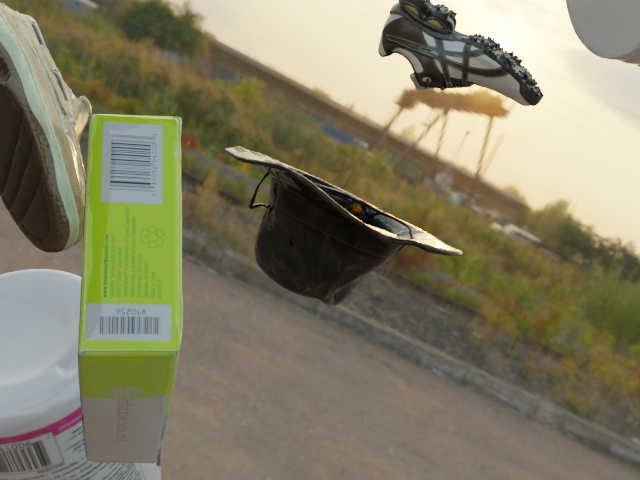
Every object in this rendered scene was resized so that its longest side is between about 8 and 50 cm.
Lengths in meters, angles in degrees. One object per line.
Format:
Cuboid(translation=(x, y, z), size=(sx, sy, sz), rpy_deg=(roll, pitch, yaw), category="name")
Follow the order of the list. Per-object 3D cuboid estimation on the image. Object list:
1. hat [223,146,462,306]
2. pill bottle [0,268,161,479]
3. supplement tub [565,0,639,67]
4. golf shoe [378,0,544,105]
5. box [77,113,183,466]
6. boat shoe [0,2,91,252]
Cuboid(translation=(0.000, 0.000, 1.167), size=(0.331, 0.133, 0.331), rpy_deg=(27, 4, -2), category="hat")
Cuboid(translation=(-0.224, 0.175, 0.826), size=(0.160, 0.160, 0.283), rpy_deg=(30, -37, 31), category="pill bottle")
Cuboid(translation=(0.442, -0.276, 0.971), size=(0.332, 0.241, 0.241), rpy_deg=(0, 15, -18), category="supplement tub")
Cuboid(translation=(0.155, -0.195, 1.089), size=(0.198, 0.094, 0.077), rpy_deg=(37, 20, 11), category="golf shoe")
Cuboid(translation=(-0.089, 0.034, 0.453), size=(0.043, 0.109, 0.178), rpy_deg=(2, -27, -12), category="box")
Cuboid(translation=(-0.181, -0.081, 0.641), size=(0.072, 0.068, 0.190), rpy_deg=(-7, 67, -47), category="boat shoe")
